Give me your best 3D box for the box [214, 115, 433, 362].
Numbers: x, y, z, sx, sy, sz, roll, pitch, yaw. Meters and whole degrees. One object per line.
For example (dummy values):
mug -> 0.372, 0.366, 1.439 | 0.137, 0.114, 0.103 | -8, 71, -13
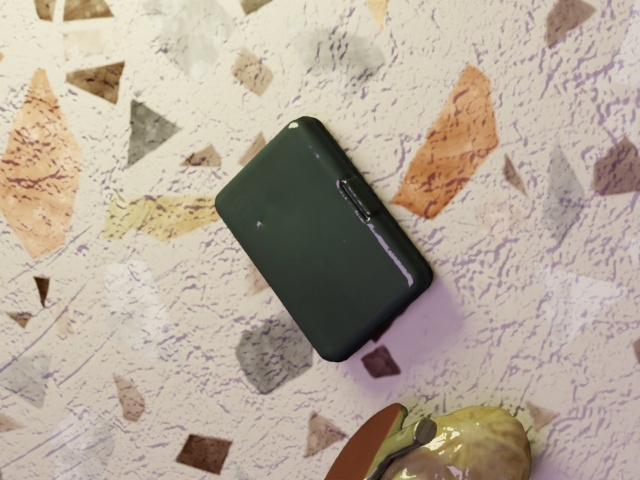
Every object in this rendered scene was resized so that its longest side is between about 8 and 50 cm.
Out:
box -> 0.000, 0.000, 1.784 | 0.160, 0.050, 0.230 | -43, 75, 27

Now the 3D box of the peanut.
peanut -> 0.090, 0.277, 1.719 | 0.298, 0.136, 0.120 | -45, 54, 28

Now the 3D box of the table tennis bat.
table tennis bat -> 0.055, 0.218, 1.701 | 0.022, 0.138, 0.246 | 35, 153, -8
